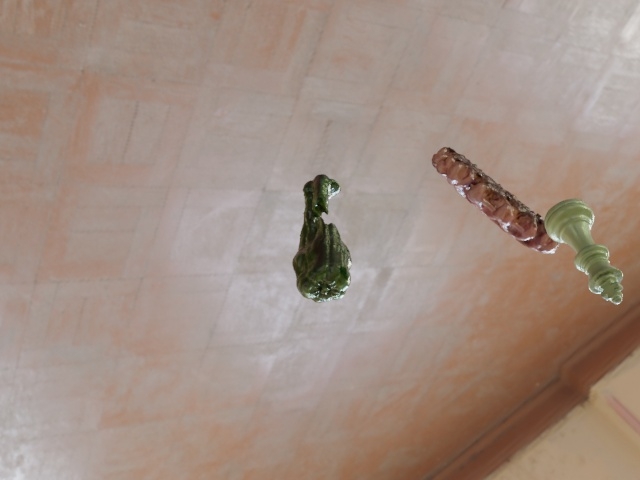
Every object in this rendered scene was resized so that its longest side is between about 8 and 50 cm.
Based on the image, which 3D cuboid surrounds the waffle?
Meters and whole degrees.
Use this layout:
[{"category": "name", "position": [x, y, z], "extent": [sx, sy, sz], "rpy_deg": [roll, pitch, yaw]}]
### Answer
[{"category": "waffle", "position": [0.264, -0.057, 1.206], "extent": [0.234, 0.221, 0.055], "rpy_deg": [36, 103, -5]}]

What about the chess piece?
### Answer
[{"category": "chess piece", "position": [0.313, 0.017, 0.927], "extent": [0.059, 0.149, 0.059], "rpy_deg": [-8, 133, -9]}]

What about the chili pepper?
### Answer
[{"category": "chili pepper", "position": [0.001, -0.001, 1.291], "extent": [0.083, 0.253, 0.099], "rpy_deg": [18, 133, -21]}]
